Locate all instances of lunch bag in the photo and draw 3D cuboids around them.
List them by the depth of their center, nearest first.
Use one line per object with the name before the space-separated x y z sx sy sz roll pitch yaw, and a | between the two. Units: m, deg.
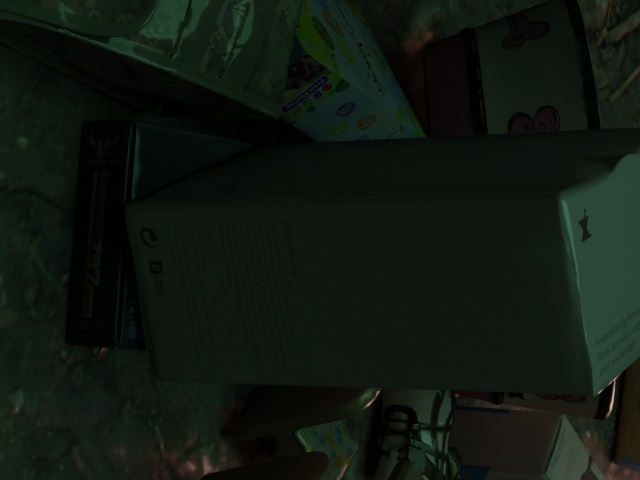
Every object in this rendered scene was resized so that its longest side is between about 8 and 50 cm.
lunch bag | -0.145 -0.242 1.402 0.287 0.169 0.235 21 78 -46

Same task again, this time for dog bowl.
dog bowl | 0.183 -0.026 1.769 0.408 0.150 0.407 -5 90 -86

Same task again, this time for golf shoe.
golf shoe | 0.089 0.196 1.842 0.094 0.077 0.198 -42 124 -46

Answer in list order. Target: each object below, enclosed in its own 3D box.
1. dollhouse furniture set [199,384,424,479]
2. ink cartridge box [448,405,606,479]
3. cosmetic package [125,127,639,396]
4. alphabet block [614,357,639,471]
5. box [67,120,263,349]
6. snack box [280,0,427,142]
dollhouse furniture set | 0.066 0.346 1.548 0.362 0.257 0.394 61 33 -21
ink cartridge box | 0.221 0.262 1.980 0.190 0.140 0.082 53 49 -44
cosmetic package | 0.070 0.012 1.423 0.217 0.385 0.156 -27 113 -52
alphabet block | 0.502 0.207 2.341 0.193 0.192 0.197 23 72 -56
box | -0.110 0.003 1.555 0.233 0.059 0.183 9 83 -55
snack box | -0.011 -0.166 1.603 0.207 0.070 0.174 31 28 -54
